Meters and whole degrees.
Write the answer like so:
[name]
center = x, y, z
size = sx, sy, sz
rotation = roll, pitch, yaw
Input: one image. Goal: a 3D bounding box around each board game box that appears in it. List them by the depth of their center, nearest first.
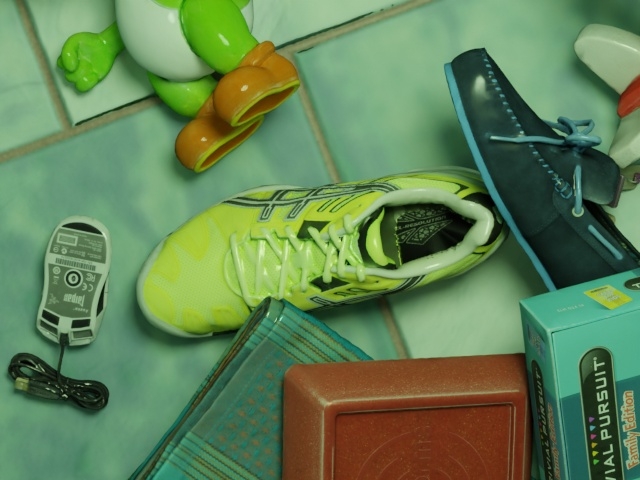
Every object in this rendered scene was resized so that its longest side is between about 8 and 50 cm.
[board game box]
center = 0.372, 0.140, 1.500
size = 0.336, 0.079, 0.254
rotation = -14, 113, -10

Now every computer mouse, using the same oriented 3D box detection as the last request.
[computer mouse]
center = -0.250, 0.070, 1.589
size = 0.106, 0.042, 0.193
rotation = 13, 93, 5

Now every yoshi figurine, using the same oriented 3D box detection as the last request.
[yoshi figurine]
center = -0.197, -0.242, 1.529
size = 0.203, 0.203, 0.362
rotation = -37, 86, 5

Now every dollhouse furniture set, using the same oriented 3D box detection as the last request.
[dollhouse furniture set]
center = 0.291, -0.032, 1.613
size = 0.081, 0.091, 0.114
rotation = -5, 115, -40

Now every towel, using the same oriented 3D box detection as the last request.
[towel]
center = 0.018, 0.258, 1.532
size = 0.370, 0.040, 0.271
rotation = 36, 89, -17

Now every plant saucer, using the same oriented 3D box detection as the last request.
[plant saucer]
center = 0.093, 0.244, 1.509
size = 0.259, 0.048, 0.259
rotation = -1, 99, -15

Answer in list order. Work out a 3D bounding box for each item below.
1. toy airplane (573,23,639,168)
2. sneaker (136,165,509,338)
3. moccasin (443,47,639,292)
[toy airplane]
center = 0.405, -0.187, 1.431
size = 0.386, 0.272, 0.384
rotation = 1, 122, 10
[sneaker]
center = 0.000, 0.000, 1.540
size = 0.384, 0.147, 0.145
rotation = -17, 90, 0
[moccasin]
center = 0.236, -0.052, 1.501
size = 0.116, 0.138, 0.342
rotation = -26, 117, 18
